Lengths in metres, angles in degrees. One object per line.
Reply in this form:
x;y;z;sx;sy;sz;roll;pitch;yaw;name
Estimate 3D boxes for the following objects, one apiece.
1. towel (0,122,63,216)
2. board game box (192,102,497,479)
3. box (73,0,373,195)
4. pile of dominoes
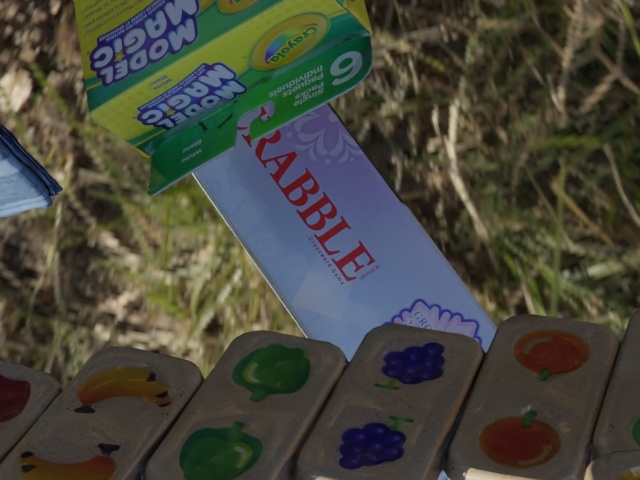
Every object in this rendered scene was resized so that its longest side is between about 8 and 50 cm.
-0.249;-0.063;1.287;0.067;0.029;0.119;-11;141;27;towel
0.000;0.000;0.861;0.066;0.318;0.318;-35;72;-2;board game box
-0.045;-0.111;0.664;0.105;0.179;0.043;-27;146;21;box
0.013;0.062;0.325;0.251;0.196;0.040;-4;124;0;pile of dominoes
